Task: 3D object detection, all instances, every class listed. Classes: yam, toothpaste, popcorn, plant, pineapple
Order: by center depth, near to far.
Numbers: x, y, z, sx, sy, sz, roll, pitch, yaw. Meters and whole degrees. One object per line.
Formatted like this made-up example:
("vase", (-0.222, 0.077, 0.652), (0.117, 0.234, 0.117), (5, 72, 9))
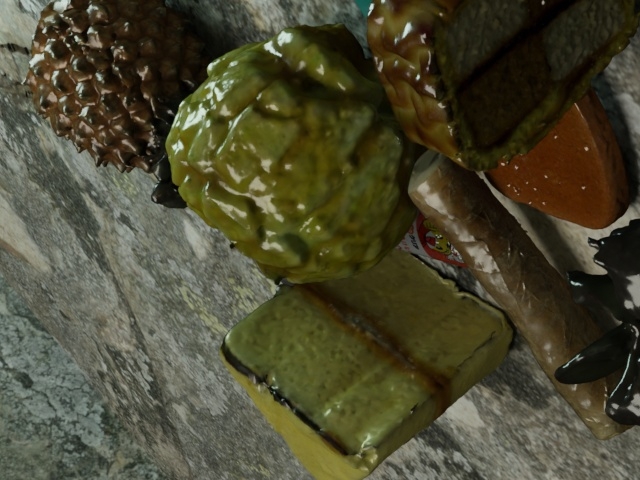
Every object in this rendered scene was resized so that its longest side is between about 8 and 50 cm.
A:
("plant", (0.317, 0.047, 1.268), (0.276, 0.199, 0.188), (-7, 112, 59))
("yam", (0.209, 0.054, 1.563), (0.357, 0.081, 0.081), (51, 157, -10))
("popcorn", (-0.017, -0.081, 1.622), (0.282, 0.247, 0.282), (46, 170, 11))
("toothpaste", (0.113, -0.015, 1.719), (0.234, 0.057, 0.089), (13, 134, 44))
("pineapple", (-0.180, -0.154, 1.839), (0.357, 0.223, 0.223), (39, 154, 28))

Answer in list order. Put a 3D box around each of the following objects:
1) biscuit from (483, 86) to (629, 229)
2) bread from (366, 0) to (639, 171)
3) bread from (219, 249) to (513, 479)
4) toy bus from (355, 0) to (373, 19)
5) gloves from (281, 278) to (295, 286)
("biscuit", (0.204, -0.099, 1.433), (0.192, 0.036, 0.186), (25, 148, 49))
("bread", (0.146, -0.174, 1.213), (0.096, 0.222, 0.181), (32, 160, 45))
("bread", (0.050, 0.117, 1.757), (0.236, 0.263, 0.198), (50, 154, 7))
("toy bus", (0.093, -0.243, 1.367), (0.160, 0.092, 0.079), (8, 133, 58))
("gloves", (-0.011, -0.001, 1.912), (0.142, 0.119, 0.285), (-107, -7, -55))
